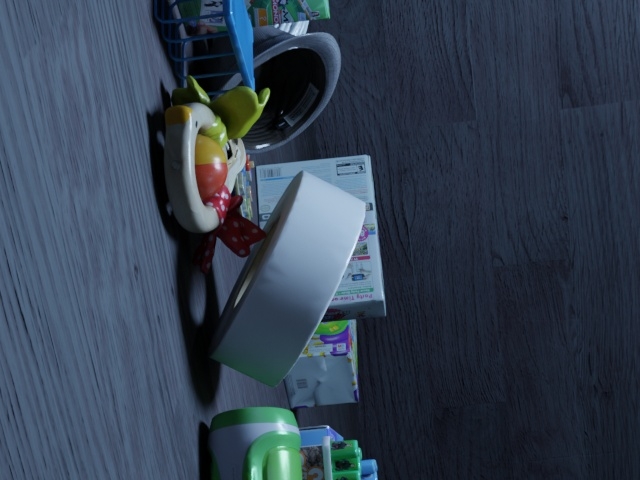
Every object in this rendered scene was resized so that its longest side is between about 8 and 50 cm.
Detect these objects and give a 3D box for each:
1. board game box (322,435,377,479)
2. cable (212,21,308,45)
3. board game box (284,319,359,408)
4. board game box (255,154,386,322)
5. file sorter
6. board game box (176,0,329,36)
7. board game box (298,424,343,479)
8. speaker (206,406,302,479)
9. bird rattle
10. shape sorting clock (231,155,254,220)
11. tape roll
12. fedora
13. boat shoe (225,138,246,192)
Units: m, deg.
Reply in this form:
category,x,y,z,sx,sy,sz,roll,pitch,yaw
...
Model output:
category,x,y,z,sx,sy,sz,roll,pitch,yaw
board game box,0.063,0.492,1.858,0.390,0.050,0.389,65,19,-75
cable,-0.093,-0.393,2.158,0.257,0.089,0.257,-47,151,-49
board game box,-0.001,0.191,2.631,0.275,0.142,0.144,-90,172,-51
board game box,0.000,0.000,2.448,0.097,0.224,0.303,78,7,-66
file sorter,-0.155,-0.289,1.740,0.170,0.105,0.118,76,8,-58
board game box,-0.113,-0.414,1.767,0.317,0.214,0.046,77,8,-56
board game box,-0.032,0.440,1.956,0.232,0.141,0.291,63,22,-76
speaker,-0.078,0.368,1.632,0.131,0.131,0.296,70,14,-69
bird rattle,-0.156,-0.084,1.640,0.207,0.143,0.253,-2,98,-73
shape sorting clock,-0.131,-0.124,2.155,0.206,0.040,0.206,-7,90,-85
tape roll,-0.046,0.050,1.737,0.286,0.100,0.286,-62,-174,12
fedora,-0.095,-0.257,1.989,0.124,0.244,0.275,53,-5,25
boat shoe,-0.145,-0.123,1.867,0.170,0.063,0.059,-85,171,-55
